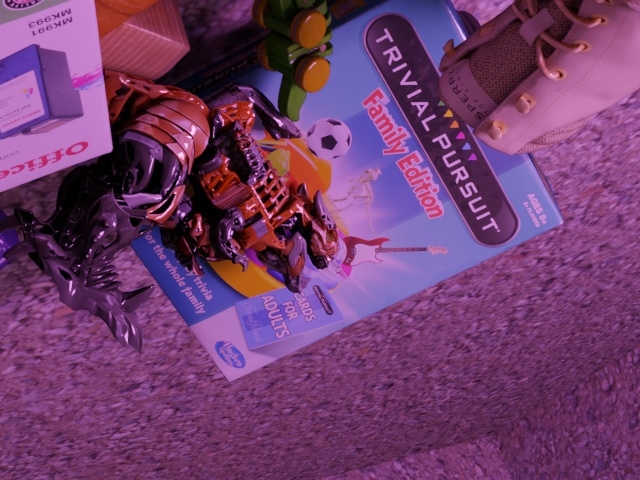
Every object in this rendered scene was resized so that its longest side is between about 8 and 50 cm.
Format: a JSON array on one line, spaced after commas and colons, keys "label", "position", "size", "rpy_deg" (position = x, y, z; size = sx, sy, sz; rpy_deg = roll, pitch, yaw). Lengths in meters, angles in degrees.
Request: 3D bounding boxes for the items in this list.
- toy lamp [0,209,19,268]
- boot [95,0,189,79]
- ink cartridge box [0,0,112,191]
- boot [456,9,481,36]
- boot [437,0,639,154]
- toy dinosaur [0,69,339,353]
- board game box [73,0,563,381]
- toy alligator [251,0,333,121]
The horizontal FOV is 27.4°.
[{"label": "toy lamp", "position": [-0.405, 0.045, 1.196], "size": [0.274, 0.080, 0.080], "rpy_deg": [-23, 161, 9]}, {"label": "boot", "position": [-0.115, -0.220, 0.773], "size": [0.211, 0.104, 0.295], "rpy_deg": [17, 128, -43]}, {"label": "ink cartridge box", "position": [-0.200, -0.106, 0.689], "size": [0.154, 0.093, 0.212], "rpy_deg": [-21, 160, -15]}, {"label": "boot", "position": [0.065, -0.130, 1.258], "size": [0.189, 0.076, 0.208], "rpy_deg": [-16, 167, -11]}, {"label": "boot", "position": [0.137, -0.131, 0.749], "size": [0.203, 0.095, 0.262], "rpy_deg": [-33, 161, 36]}, {"label": "toy dinosaur", "position": [-0.138, -0.049, 1.026], "size": [0.218, 0.322, 0.164], "rpy_deg": [-54, -176, -1]}, {"label": "board game box", "position": [0.001, -0.054, 1.131], "size": [0.336, 0.079, 0.254], "rpy_deg": [-26, 117, 13]}, {"label": "toy alligator", "position": [-0.016, -0.177, 0.985], "size": [0.051, 0.056, 0.190], "rpy_deg": [-32, 135, -30]}]
